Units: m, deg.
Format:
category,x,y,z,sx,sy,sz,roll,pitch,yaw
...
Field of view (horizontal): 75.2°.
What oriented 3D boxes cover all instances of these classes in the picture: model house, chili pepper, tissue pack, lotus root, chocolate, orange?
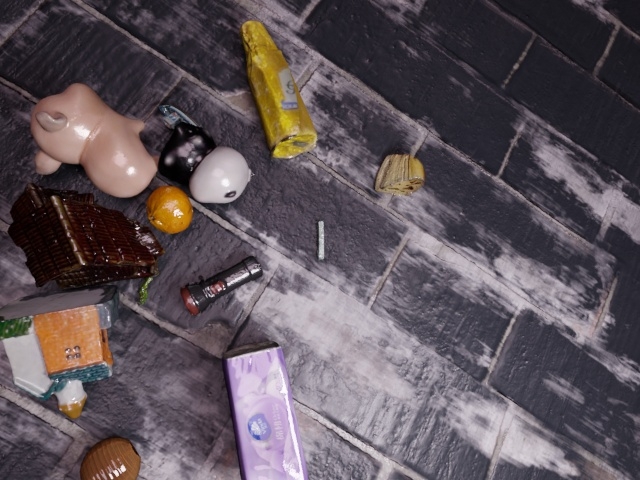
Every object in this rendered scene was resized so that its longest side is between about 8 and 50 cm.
category,x,y,z,sx,sy,sz,roll,pitch,yaw
model house,-0.582,-0.035,1.020,0.297,0.282,0.316,-24,79,-21
model house,-0.632,0.283,1.033,0.272,0.190,0.300,-9,96,-18
chili pepper,-0.488,0.137,1.152,0.027,0.022,0.083,14,72,-9
tissue pack,-0.149,0.433,1.056,0.160,0.242,0.337,-11,81,-14
lotus root,0.272,-0.212,1.368,0.160,0.095,0.135,2,68,28
chocolate,-0.155,-0.476,1.284,0.162,0.162,0.444,-18,81,-16
orange,-0.420,-0.085,1.150,0.136,0.118,0.135,2,95,29

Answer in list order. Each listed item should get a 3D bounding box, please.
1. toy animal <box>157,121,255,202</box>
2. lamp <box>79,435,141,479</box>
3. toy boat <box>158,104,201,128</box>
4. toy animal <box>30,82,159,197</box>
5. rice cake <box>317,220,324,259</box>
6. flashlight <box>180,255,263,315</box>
category,x,y,z,sx,sy,sz,roll,pitch,yaw
toy animal,-0.319,-0.205,1.178,0.235,0.165,0.187,34,52,-8
lamp,-0.508,0.549,1.006,0.137,0.136,0.136,3,78,-12
toy boat,-0.428,-0.358,1.244,0.140,0.059,0.066,39,56,-1
toy animal,-0.604,-0.257,1.119,0.269,0.237,0.326,-27,82,-45
rice cake,0.000,0.000,1.290,0.022,0.022,0.121,1,79,-12
flashlight,-0.273,0.121,1.172,0.232,0.093,0.092,-27,86,-17
